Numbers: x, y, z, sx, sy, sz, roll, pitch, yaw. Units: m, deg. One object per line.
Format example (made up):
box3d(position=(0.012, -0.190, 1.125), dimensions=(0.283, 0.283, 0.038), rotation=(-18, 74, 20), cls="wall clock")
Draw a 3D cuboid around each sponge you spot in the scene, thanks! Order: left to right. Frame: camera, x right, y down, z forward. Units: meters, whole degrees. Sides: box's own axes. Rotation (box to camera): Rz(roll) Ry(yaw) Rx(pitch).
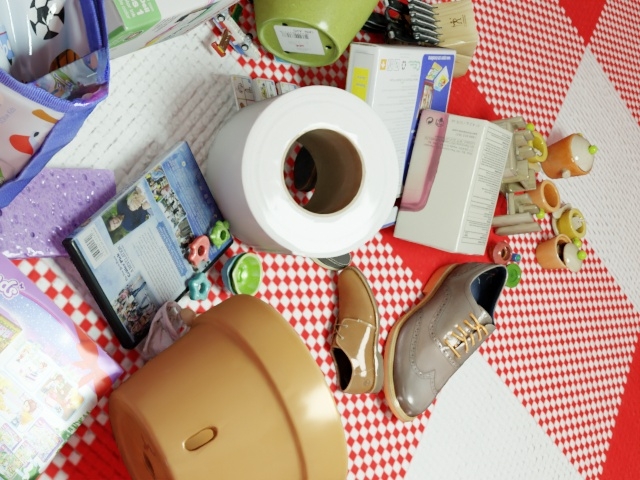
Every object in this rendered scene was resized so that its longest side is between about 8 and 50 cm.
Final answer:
box3d(position=(-0.355, -0.035, 1.195), dimensions=(0.210, 0.031, 0.117), rotation=(-2, 80, -46), cls="sponge")

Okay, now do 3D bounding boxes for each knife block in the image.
box3d(position=(0.174, -0.385, 1.800), dimensions=(0.275, 0.242, 0.088), rotation=(80, 2, -81), cls="knife block")

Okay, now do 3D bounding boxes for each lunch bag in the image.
box3d(position=(-0.404, -0.236, 0.980), dimensions=(0.239, 0.328, 0.385), rotation=(-39, 96, -42), cls="lunch bag")

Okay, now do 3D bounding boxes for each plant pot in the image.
box3d(position=(-0.132, 0.238, 1.174), dimensions=(0.203, 0.291, 0.291), rotation=(-24, 94, -28), cls="plant pot")
box3d(position=(-0.003, -0.441, 1.502), dimensions=(0.275, 0.275, 0.293), rotation=(29, 66, -35), cls="plant pot")

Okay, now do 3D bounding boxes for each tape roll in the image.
box3d(position=(-0.029, -0.098, 1.376), dimensions=(0.246, 0.169, 0.246), rotation=(0, 91, -25), cls="tape roll")

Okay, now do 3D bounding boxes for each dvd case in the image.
box3d(position=(-0.227, 0.002, 1.283), dimensions=(0.253, 0.022, 0.180), rotation=(-50, 128, -41), cls="dvd case")

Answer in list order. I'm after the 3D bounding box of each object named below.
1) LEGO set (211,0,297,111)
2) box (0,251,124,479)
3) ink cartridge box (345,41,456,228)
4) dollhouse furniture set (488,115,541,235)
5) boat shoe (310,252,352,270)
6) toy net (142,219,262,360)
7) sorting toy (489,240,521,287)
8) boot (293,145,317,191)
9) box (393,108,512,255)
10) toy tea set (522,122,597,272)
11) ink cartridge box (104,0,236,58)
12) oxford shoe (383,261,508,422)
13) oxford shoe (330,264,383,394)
box3d(position=(-0.116, -0.301, 1.519), dimensions=(0.182, 0.060, 0.244), rotation=(-6, 83, -57), cls="LEGO set")
box3d(position=(-0.395, 0.131, 1.067), dimensions=(0.293, 0.057, 0.201), rotation=(50, 58, -21), cls="box")
box3d(position=(0.130, -0.185, 1.616), dimensions=(0.303, 0.072, 0.307), rotation=(-17, 120, -58), cls="ink cartridge box")
box3d(position=(0.329, -0.136, 1.852), dimensions=(0.242, 0.161, 0.212), rotation=(31, 54, -60), cls="dollhouse furniture set")
box3d(position=(0.000, 0.000, 1.516), dimensions=(0.152, 0.049, 0.056), rotation=(34, 57, -30), cls="boat shoe")
box3d(position=(-0.168, 0.076, 1.306), dimensions=(0.232, 0.045, 0.122), rotation=(-50, 136, -41), cls="toy net")
box3d(position=(0.369, 0.044, 1.876), dimensions=(0.061, 0.042, 0.102), rotation=(-33, 113, -29), cls="sorting toy")
box3d(position=(0.028, -0.147, 1.568), dimensions=(0.106, 0.082, 0.219), rotation=(39, 51, -26), cls="boot")
box3d(position=(0.235, -0.100, 1.643), dimensions=(0.149, 0.127, 0.232), rotation=(6, 98, -61), cls="box")
box3d(position=(0.536, -0.096, 2.015), dimensions=(0.200, 0.124, 0.336), rotation=(0, 77, -44), cls="toy tea set")
box3d(position=(-0.244, -0.336, 1.276), dimensions=(0.278, 0.201, 0.117), rotation=(-35, 103, -45), cls="ink cartridge box")
box3d(position=(0.220, 0.159, 1.620), dimensions=(0.130, 0.133, 0.363), rotation=(50, 49, -22), cls="oxford shoe")
box3d(position=(0.050, 0.144, 1.507), dimensions=(0.076, 0.076, 0.212), rotation=(0, 76, -33), cls="oxford shoe")
